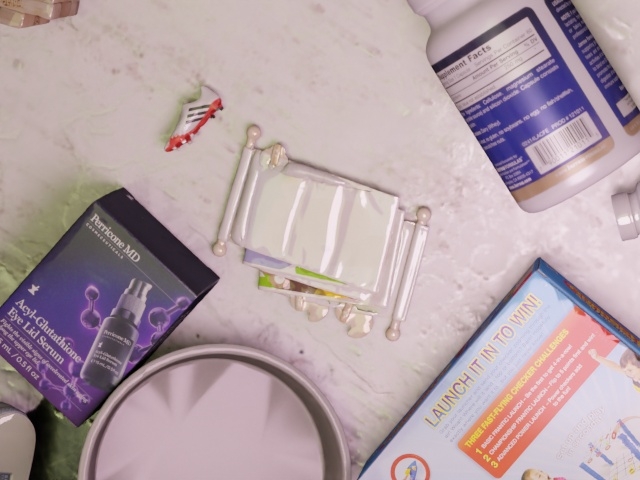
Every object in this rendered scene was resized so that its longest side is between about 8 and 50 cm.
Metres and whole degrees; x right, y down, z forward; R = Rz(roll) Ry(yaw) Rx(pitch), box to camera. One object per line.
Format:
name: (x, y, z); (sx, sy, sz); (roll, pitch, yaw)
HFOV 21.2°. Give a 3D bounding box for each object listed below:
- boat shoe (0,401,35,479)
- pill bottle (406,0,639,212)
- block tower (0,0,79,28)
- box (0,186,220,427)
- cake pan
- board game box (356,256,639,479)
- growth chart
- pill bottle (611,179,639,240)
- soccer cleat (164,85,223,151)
boat shoe: (-0.372, 0.289, 1.917); (0.079, 0.081, 0.227); (11, 97, -27)
pill bottle: (0.199, -0.173, 1.702); (0.153, 0.153, 0.265); (-31, 93, 13)
block tower: (-0.276, -0.389, 1.778); (0.091, 0.097, 0.335); (16, 103, 7)
box: (-0.236, 0.070, 1.839); (0.153, 0.108, 0.207); (42, 104, 1)
cake pan: (-0.114, 0.253, 1.829); (0.293, 0.054, 0.293); (-1, 93, -13)
board game box: (0.248, 0.231, 1.795); (0.302, 0.086, 0.308); (40, 103, 2)
growth chart: (0.000, 0.000, 1.832); (0.237, 0.021, 0.172); (24, 103, 5)
pill bottle: (0.360, -0.037, 1.741); (0.120, 0.067, 0.067); (-14, 97, 11)
soccer cleat: (-0.141, -0.129, 1.832); (0.083, 0.029, 0.035); (-44, 81, 10)
